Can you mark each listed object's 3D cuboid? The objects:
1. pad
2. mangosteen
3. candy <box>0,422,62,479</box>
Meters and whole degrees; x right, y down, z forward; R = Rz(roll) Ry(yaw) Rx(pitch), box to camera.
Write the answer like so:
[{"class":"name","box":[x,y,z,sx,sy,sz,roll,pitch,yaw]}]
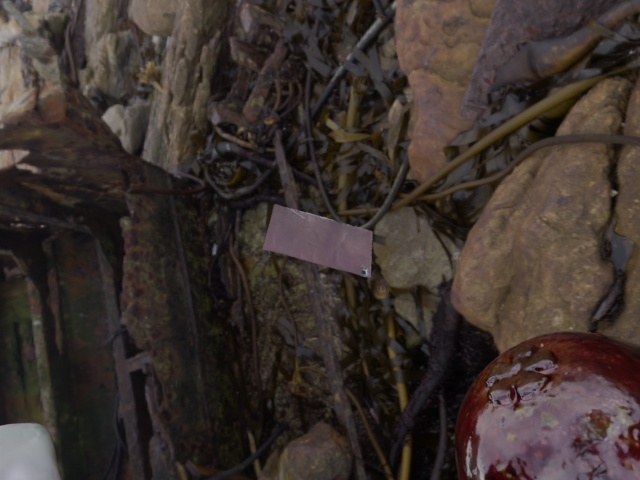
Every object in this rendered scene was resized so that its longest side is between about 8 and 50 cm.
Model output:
[{"class":"pad","box":[0.000,0.000,0.826,0.006,0.187,0.113,113,170,-46]},{"class":"mangosteen","box":[0.247,0.207,0.425,0.258,0.215,0.215,50,139,-11]},{"class":"candy","box":[-0.277,0.295,0.365,0.359,0.145,0.208,-51,57,42]}]
